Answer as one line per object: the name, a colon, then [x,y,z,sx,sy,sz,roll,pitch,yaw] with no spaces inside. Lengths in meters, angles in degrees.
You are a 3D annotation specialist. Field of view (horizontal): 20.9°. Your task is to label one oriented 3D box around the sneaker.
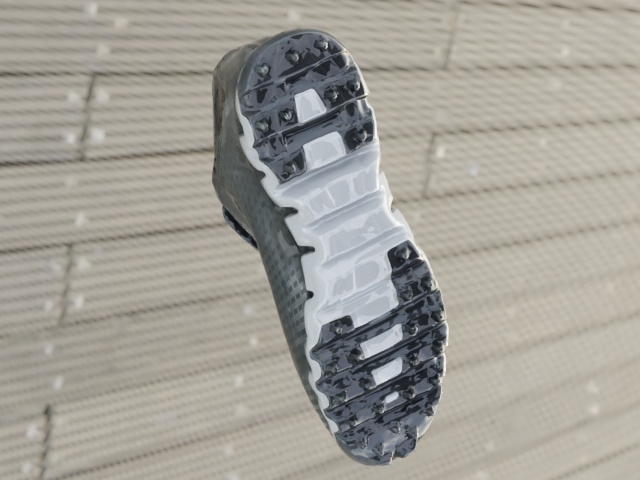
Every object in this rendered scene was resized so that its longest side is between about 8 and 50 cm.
sneaker: [0.000,0.000,0.875,0.078,0.106,0.234,-23,111,-17]
